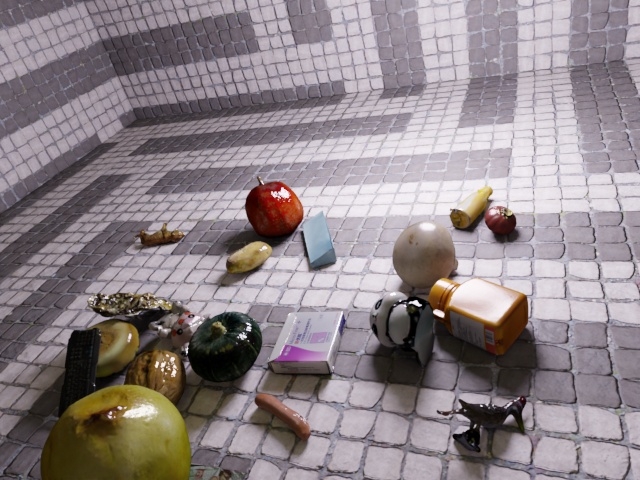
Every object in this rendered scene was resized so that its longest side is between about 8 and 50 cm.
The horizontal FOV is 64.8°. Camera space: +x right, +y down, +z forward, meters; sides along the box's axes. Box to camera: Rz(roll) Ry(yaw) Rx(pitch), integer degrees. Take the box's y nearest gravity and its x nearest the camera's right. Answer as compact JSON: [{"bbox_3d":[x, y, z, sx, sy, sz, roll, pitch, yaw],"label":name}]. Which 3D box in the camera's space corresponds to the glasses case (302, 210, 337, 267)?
[{"bbox_3d":[0.000,0.000,1.798,0.105,0.056,0.266,-36,30,13],"label":"glasses case"}]

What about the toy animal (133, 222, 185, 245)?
[{"bbox_3d":[-0.674,-0.022,2.100,0.242,0.056,0.099,-10,33,8],"label":"toy animal"}]

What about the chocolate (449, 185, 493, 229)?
[{"bbox_3d":[0.528,-0.121,1.729,0.086,0.085,0.219,17,41,40],"label":"chocolate"}]

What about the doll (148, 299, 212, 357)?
[{"bbox_3d":[-0.419,0.265,1.525,0.192,0.095,0.149,14,49,35],"label":"doll"}]

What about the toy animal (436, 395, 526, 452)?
[{"bbox_3d":[0.350,0.371,1.061,0.203,0.070,0.105,-15,75,-12],"label":"toy animal"}]

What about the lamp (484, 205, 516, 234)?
[{"bbox_3d":[0.572,-0.064,1.605,0.101,0.090,0.101,9,51,-12],"label":"lamp"}]

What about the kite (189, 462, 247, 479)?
[{"bbox_3d":[-0.270,0.565,1.082,0.250,0.012,0.229,-26,31,-15],"label":"kite"}]

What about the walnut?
[{"bbox_3d":[-0.432,0.374,1.321,0.156,0.155,0.184,-16,28,0],"label":"walnut"}]

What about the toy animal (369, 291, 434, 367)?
[{"bbox_3d":[0.202,0.216,1.292,0.138,0.165,0.179,15,-1,-40],"label":"toy animal"}]

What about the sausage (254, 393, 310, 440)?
[{"bbox_3d":[-0.089,0.415,1.206,0.186,0.043,0.043,19,46,42],"label":"sausage"}]

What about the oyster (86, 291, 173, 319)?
[{"bbox_3d":[-0.596,0.206,1.623,0.215,0.083,0.223,0,-4,16],"label":"oyster"}]

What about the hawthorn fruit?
[{"bbox_3d":[-0.179,-0.130,1.899,0.216,0.249,0.215,-21,8,3],"label":"hawthorn fruit"}]

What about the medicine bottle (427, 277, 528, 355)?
[{"bbox_3d":[0.395,0.178,1.290,0.149,0.111,0.222,-37,38,-29],"label":"medicine bottle"}]

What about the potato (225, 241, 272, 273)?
[{"bbox_3d":[-0.253,0.063,1.771,0.171,0.079,0.107,-34,37,-18],"label":"potato"}]

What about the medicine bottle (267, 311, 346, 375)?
[{"bbox_3d":[-0.032,0.279,1.380,0.171,0.052,0.201,-3,33,20],"label":"medicine bottle"}]

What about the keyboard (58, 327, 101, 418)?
[{"bbox_3d":[-0.671,0.376,1.407,0.106,0.016,0.262,-9,67,13],"label":"keyboard"}]

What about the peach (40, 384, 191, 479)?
[{"bbox_3d":[-0.409,0.456,1.037,0.282,0.315,0.314,-25,18,-35],"label":"peach"}]

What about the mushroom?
[{"bbox_3d":[0.321,0.048,1.485,0.205,0.204,0.204,-11,33,7],"label":"mushroom"}]

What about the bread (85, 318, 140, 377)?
[{"bbox_3d":[-0.644,0.328,1.512,0.214,0.104,0.213,-12,44,12],"label":"bread"}]

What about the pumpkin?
[{"bbox_3d":[-0.260,0.284,1.371,0.212,0.152,0.211,-18,41,17],"label":"pumpkin"}]
